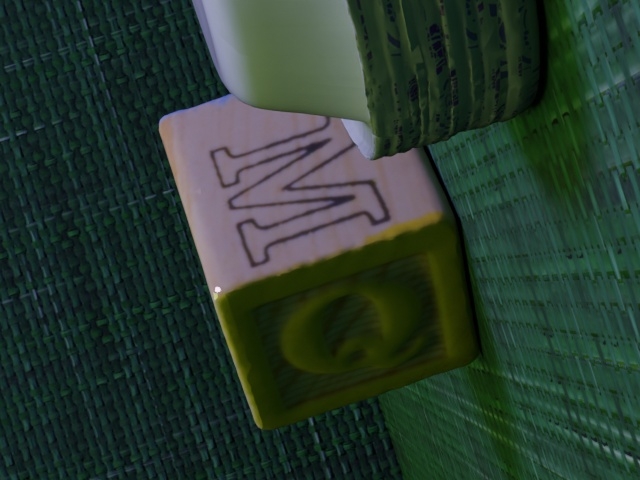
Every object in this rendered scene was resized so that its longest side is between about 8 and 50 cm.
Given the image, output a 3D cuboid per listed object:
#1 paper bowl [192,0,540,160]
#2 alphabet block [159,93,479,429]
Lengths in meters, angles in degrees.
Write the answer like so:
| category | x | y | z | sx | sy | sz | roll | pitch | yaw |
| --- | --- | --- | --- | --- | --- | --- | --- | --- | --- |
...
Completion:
| category | x | y | z | sx | sy | sz | roll | pitch | yaw |
| --- | --- | --- | --- | --- | --- | --- | --- | --- | --- |
| paper bowl | -0.003 | -0.178 | 0.934 | 0.284 | 0.148 | 0.284 | 163 | 90 | -87 |
| alphabet block | 0.000 | 0.000 | 1.482 | 0.192 | 0.193 | 0.197 | 73 | 177 | -49 |
